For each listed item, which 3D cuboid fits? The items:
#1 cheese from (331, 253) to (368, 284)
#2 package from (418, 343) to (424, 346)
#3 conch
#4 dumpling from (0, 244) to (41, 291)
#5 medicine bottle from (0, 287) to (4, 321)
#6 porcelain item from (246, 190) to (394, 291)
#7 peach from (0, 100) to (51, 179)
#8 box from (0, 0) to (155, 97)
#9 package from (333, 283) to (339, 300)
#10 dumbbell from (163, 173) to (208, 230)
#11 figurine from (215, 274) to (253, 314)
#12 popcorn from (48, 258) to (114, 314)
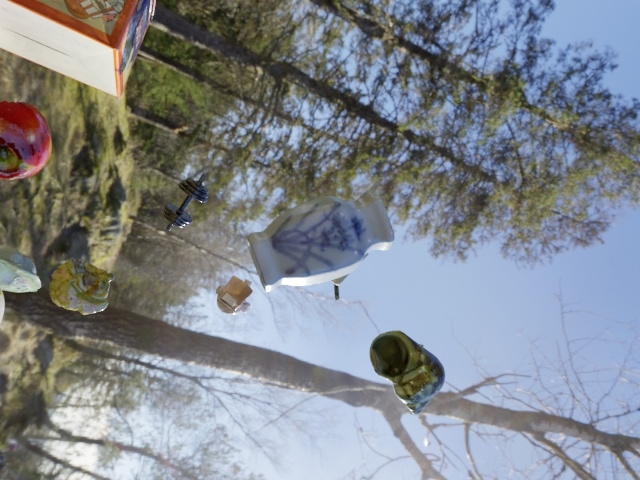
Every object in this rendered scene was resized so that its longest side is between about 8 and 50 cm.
[{"bbox_3d":[0.121,0.105,1.799,0.194,0.043,0.065,-44,174,-14],"label":"cheese"},{"bbox_3d":[0.260,0.361,1.422,0.108,0.121,0.031,-36,-113,33],"label":"package"},{"bbox_3d":[0.221,0.337,1.138,0.181,0.187,0.124,-87,173,-45],"label":"conch"},{"bbox_3d":[-0.777,0.080,1.103,0.105,0.216,0.149,-45,-128,-11],"label":"dumpling"},{"bbox_3d":[-0.701,0.136,0.766,0.379,0.213,0.213,-1,-107,63],"label":"medicine bottle"},{"bbox_3d":[0.000,0.000,1.302,0.178,0.405,0.242,172,-102,-75],"label":"porcelain item"},{"bbox_3d":[-0.750,-0.255,1.068,0.190,0.196,0.226,-42,-134,10],"label":"peach"},{"bbox_3d":[-0.582,-0.551,0.999,0.318,0.349,0.257,-9,-118,67],"label":"box"},{"bbox_3d":[0.071,0.212,1.982,0.037,0.015,0.110,136,-43,-53],"label":"package"},{"bbox_3d":[-0.415,-0.117,1.373,0.208,0.099,0.099,-54,-154,7],"label":"dumbbell"},{"bbox_3d":[-0.363,0.237,1.863,0.141,0.162,0.237,-54,179,-28],"label":"figurine"},{"bbox_3d":[-0.447,0.087,0.834,0.089,0.097,0.109,-17,-83,34],"label":"popcorn"}]
